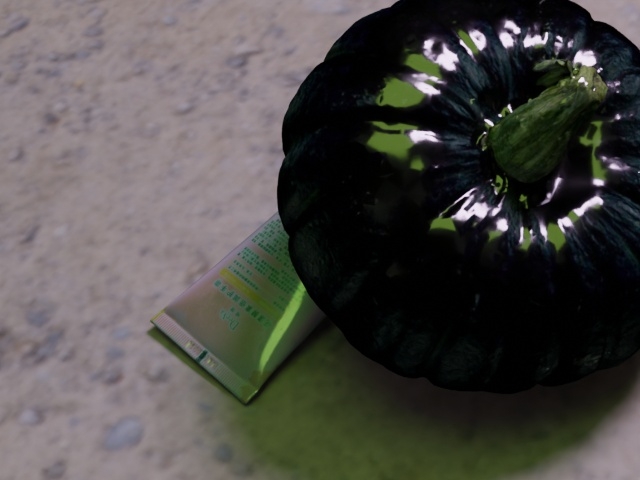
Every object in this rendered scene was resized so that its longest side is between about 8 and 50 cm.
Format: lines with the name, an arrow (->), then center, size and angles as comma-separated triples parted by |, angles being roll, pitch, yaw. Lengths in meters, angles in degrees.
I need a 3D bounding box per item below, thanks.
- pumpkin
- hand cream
pumpkin -> 0.075, -0.022, 0.723 | 0.194, 0.150, 0.194 | -1, 85, 16
hand cream -> 0.000, 0.000, 0.803 | 0.174, 0.047, 0.076 | -44, 54, -14
